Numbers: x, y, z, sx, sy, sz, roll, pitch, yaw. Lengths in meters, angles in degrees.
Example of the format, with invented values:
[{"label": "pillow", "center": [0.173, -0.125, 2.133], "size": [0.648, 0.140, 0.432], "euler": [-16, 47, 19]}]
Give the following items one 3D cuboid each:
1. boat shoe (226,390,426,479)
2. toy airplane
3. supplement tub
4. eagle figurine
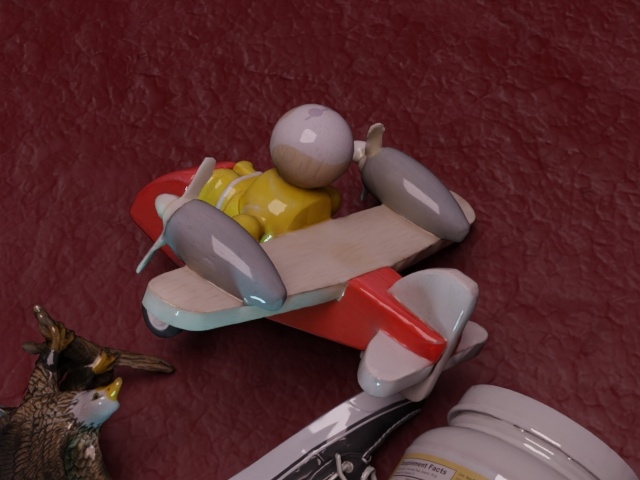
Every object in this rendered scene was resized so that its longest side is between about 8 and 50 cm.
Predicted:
[{"label": "boat shoe", "center": [0.002, 0.244, 1.783], "size": [0.306, 0.113, 0.105], "euler": [-30, 80, -26]}, {"label": "toy airplane", "center": [0.000, 0.000, 1.771], "size": [0.384, 0.386, 0.272], "euler": [3, 107, -8]}, {"label": "supplement tub", "center": [0.139, 0.329, 1.653], "size": [0.241, 0.241, 0.331], "euler": [28, 70, 20]}, {"label": "eagle figurine", "center": [-0.259, 0.218, 1.772], "size": [0.226, 0.225, 0.298], "euler": [0, 55, -4]}]
